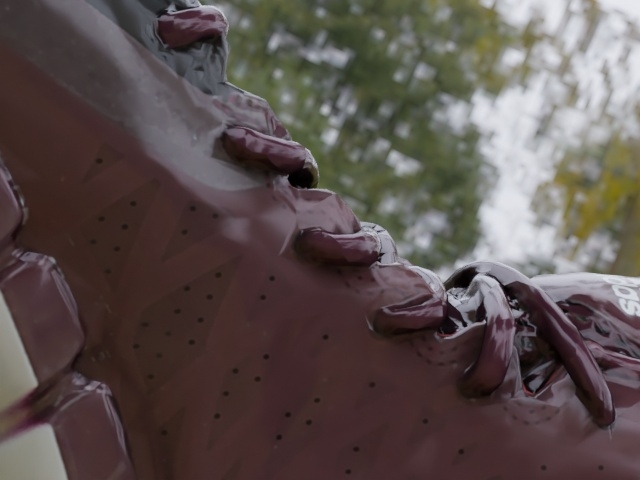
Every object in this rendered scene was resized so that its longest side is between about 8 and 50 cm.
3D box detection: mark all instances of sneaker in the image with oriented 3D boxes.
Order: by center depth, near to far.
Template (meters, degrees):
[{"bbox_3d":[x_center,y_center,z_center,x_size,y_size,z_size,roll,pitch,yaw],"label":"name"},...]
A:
[{"bbox_3d":[0.000,0.000,0.374,0.162,0.281,0.106,-16,6,-5],"label":"sneaker"}]
